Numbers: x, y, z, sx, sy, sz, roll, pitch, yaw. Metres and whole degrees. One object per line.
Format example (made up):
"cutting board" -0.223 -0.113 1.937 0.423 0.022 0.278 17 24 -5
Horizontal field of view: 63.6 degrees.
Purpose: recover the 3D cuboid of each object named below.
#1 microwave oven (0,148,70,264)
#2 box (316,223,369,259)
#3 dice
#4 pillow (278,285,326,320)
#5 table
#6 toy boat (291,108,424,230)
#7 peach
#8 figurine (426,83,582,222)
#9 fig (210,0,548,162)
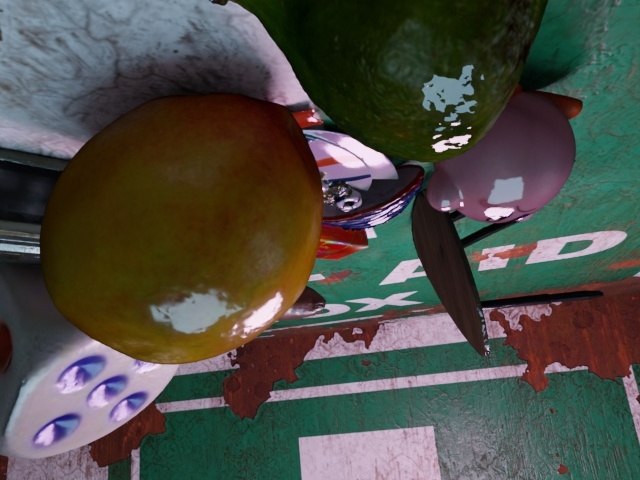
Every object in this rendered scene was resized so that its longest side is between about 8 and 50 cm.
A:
"microwave oven" -0.416 -0.035 0.716 0.205 0.129 0.163 8 157 -35
"box" 0.000 0.001 1.089 0.175 0.048 0.112 7 158 -35
"dice" -0.428 0.165 0.901 0.304 0.277 0.304 0 128 -52
"pillow" -0.169 0.135 1.284 0.306 0.108 0.308 1 -179 -14
"table" 0.336 0.001 0.971 0.249 0.317 0.317 -20 162 -2
"toy boat" 0.048 -0.106 0.778 0.219 0.071 0.318 -4 153 3
"peach" -0.144 -0.021 0.594 0.332 0.308 0.308 -42 153 9
"figurine" 0.218 -0.103 0.632 0.173 0.173 0.173 -5 162 -2
"fig" 0.025 -0.174 0.365 0.235 0.203 0.203 20 160 -1
